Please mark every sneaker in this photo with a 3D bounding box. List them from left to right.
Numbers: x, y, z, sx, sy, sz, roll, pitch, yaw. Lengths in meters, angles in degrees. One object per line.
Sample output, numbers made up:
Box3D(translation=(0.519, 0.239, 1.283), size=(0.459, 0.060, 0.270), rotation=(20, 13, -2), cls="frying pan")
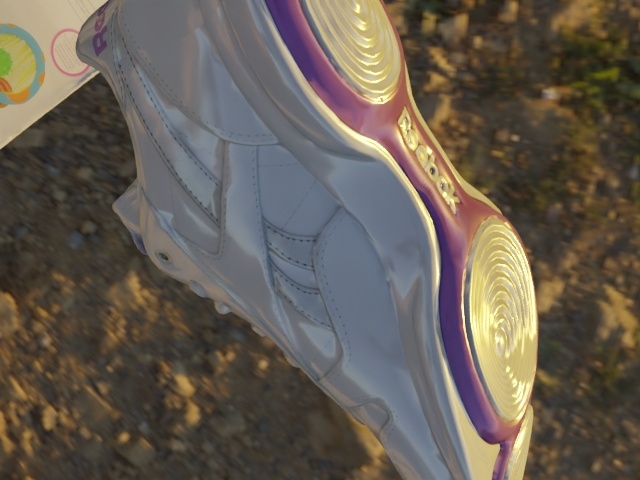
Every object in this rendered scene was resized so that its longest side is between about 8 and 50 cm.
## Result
Box3D(translation=(0.000, 0.000, 0.789), size=(0.305, 0.152, 0.114), rotation=(63, 35, -18), cls="sneaker")

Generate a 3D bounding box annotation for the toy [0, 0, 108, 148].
Box3D(translation=(-0.211, -0.115, 0.954), size=(0.237, 0.056, 0.137), rotation=(-45, 111, -37), cls="toy")
